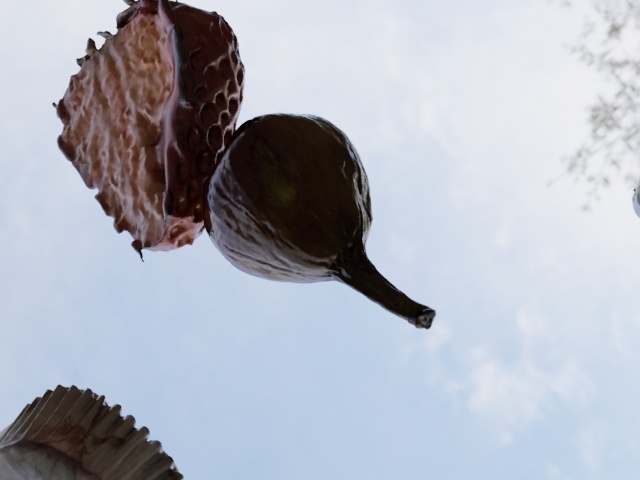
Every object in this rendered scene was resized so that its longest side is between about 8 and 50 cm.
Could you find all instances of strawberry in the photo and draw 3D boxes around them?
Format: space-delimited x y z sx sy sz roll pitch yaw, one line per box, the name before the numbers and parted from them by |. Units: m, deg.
strawberry | -0.161 -0.144 1.560 0.150 0.253 0.280 4 -142 -45

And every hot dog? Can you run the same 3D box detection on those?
hot dog | -0.164 0.184 0.762 0.144 0.268 0.075 46 -147 -3

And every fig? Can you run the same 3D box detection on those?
fig | 0.006 -0.031 1.421 0.190 0.290 0.191 -20 -60 -39

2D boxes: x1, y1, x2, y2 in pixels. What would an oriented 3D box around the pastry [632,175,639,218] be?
pastry | 0.336 -0.027 1.093 0.165 0.166 0.088 34 -145 -10
